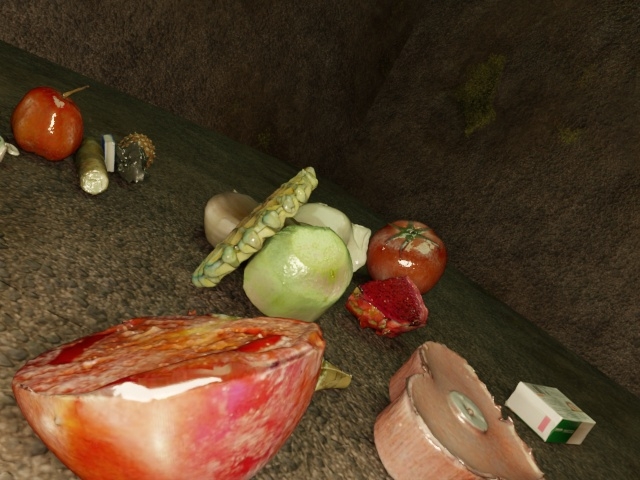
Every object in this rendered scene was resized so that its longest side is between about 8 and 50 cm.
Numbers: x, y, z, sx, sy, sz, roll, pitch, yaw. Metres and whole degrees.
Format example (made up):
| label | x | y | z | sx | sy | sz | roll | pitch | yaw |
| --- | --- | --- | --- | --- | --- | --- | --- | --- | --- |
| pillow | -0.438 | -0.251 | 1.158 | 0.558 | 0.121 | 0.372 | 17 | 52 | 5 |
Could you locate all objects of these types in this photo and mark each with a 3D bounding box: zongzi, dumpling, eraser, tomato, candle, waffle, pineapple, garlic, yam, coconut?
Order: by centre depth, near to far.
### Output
| label | x | y | z | sx | sy | sz | roll | pitch | yaw |
| --- | --- | --- | --- | --- | --- | --- | --- | --- | --- |
| tomato | -0.139 | 0.180 | 0.557 | 0.308 | 0.170 | 0.309 | -6 | 5 | 1 |
| candle | 0.228 | 0.329 | 0.900 | 0.287 | 0.131 | 0.317 | 37 | 22 | 3 |
| zongzi | 0.020 | 0.252 | 0.936 | 0.076 | 0.040 | 0.083 | 33 | 23 | -13 |
| waffle | -0.128 | -0.026 | 1.070 | 0.056 | 0.291 | 0.309 | 46 | 31 | -11 |
| coconut | -0.047 | 0.068 | 1.125 | 0.204 | 0.236 | 0.236 | 41 | 12 | -3 |
| yam | -0.562 | -0.192 | 1.305 | 0.071 | 0.067 | 0.317 | -8 | 27 | -24 |
| garlic | -0.170 | -0.027 | 1.362 | 0.325 | 0.132 | 0.279 | 29 | 12 | 32 |
| eraser | -0.565 | -0.232 | 1.419 | 0.027 | 0.085 | 0.063 | -2 | 29 | -28 |
| pineapple | -0.509 | -0.223 | 1.452 | 0.119 | 0.111 | 0.237 | 53 | 2 | -27 |
| dumpling | 0.000 | 0.000 | 1.711 | 0.318 | 0.187 | 0.243 | 14 | 56 | -14 |
| tomato | 0.279 | 0.069 | 1.755 | 0.264 | 0.265 | 0.265 | 28 | 12 | -7 |

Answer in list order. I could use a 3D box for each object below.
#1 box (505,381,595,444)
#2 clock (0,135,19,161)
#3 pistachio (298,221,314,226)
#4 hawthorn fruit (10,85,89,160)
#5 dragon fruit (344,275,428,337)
| label | x | y | z | sx | sy | sz | roll | pitch | yaw |
| --- | --- | --- | --- | --- | --- | --- | --- | --- | --- |
| box | 0.585 | 0.440 | 1.358 | 0.199 | 0.081 | 0.135 | 18 | 18 | -37 |
| clock | -0.691 | -0.191 | 1.030 | 0.151 | 0.062 | 0.191 | 31 | 12 | 8 |
| pistachio | -0.030 | 0.025 | 1.493 | 0.215 | 0.144 | 0.144 | 42 | 17 | 34 |
| hawthorn fruit | -0.629 | -0.295 | 1.253 | 0.162 | 0.204 | 0.163 | 26 | 14 | -7 |
| dragon fruit | 0.168 | 0.191 | 1.342 | 0.161 | 0.126 | 0.274 | 47 | 28 | 26 |
